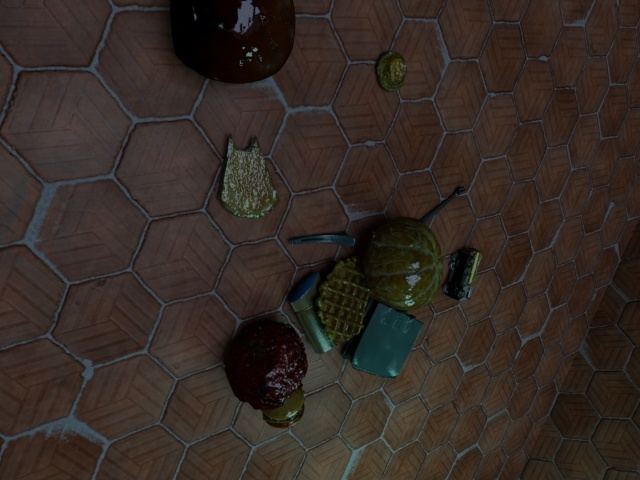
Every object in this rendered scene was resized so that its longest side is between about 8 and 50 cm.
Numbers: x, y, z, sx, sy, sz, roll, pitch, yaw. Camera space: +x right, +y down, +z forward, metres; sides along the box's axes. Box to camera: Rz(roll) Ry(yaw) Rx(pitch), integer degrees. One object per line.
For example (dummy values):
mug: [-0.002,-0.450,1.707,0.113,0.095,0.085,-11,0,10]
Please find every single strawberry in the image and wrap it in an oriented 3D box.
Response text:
strawberry: [-0.159,0.396,1.333,0.273,0.220,0.275,0,89,-17]

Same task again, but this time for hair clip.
hair clip: [0.000,0.000,1.433,0.229,0.070,0.039,-4,110,-23]

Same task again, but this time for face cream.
face cream: [-0.011,0.255,1.490,0.139,0.067,0.285,-36,121,-23]

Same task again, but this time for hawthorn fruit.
hawthorn fruit: [-0.208,-0.513,1.011,0.315,0.316,0.316,-10,110,-29]

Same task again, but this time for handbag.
handbag: [0.239,0.382,1.669,0.268,0.100,0.274,23,91,-31]

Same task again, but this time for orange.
orange: [0.289,0.081,1.493,0.329,0.249,0.330,-5,96,-60]

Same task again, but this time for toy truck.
toy truck: [0.609,0.141,1.815,0.114,0.098,0.227,8,99,-39]

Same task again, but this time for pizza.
pizza: [-0.221,-0.183,1.246,0.181,0.034,0.262,-22,116,-25]

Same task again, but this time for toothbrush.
toothbrush: [0.462,-0.122,1.686,0.297,0.030,0.030,-38,95,-14]

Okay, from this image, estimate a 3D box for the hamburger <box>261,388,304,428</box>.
hamburger: [-0.131,0.555,1.457,0.161,0.162,0.115,-20,127,-25]

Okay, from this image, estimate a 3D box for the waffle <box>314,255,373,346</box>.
waffle: [0.096,0.208,1.500,0.301,0.058,0.282,-55,130,-26]

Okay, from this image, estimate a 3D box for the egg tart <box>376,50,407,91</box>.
egg tart: [0.240,-0.552,1.403,0.130,0.052,0.131,-12,113,-31]
